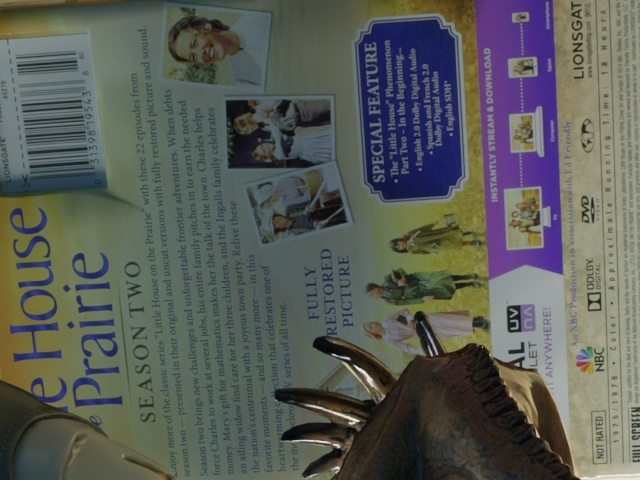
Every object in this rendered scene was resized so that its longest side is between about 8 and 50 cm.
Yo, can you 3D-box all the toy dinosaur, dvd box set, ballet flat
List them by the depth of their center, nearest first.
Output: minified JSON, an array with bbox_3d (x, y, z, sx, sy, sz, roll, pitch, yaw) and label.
[{"bbox_3d":[0.044,0.094,0.604,0.127,0.295,0.200,18,61,-4],"label":"toy dinosaur"},{"bbox_3d":[-0.062,0.115,0.643,0.068,0.072,0.213,-29,109,36],"label":"ballet flat"},{"bbox_3d":[0.000,0.000,1.021,0.420,0.062,0.307,-5,105,3],"label":"dvd box set"}]
